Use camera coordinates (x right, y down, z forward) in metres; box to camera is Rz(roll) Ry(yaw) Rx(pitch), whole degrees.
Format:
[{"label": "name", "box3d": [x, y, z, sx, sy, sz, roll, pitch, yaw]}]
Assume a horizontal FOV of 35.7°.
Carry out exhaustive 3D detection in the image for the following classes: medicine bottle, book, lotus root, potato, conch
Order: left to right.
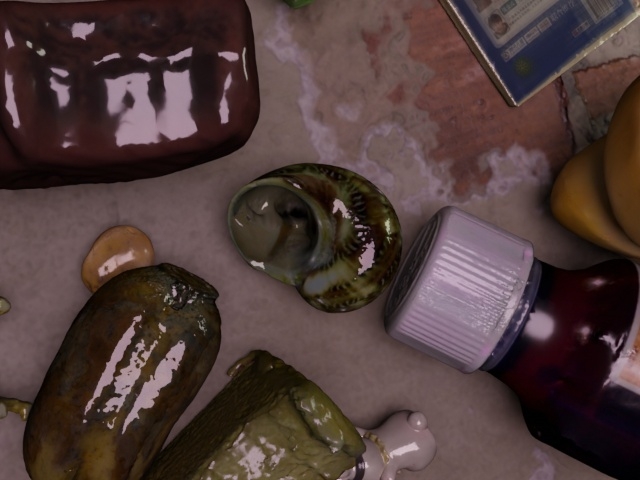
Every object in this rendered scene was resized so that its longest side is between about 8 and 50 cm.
[{"label": "potato", "box3d": [-0.226, 0.023, 1.103, 0.068, 0.062, 0.083, 37, 56, 18]}, {"label": "lotus root", "box3d": [-0.211, 0.150, 1.059, 0.152, 0.160, 0.275, 31, 86, 1]}, {"label": "conch", "box3d": [0.001, 0.000, 1.131, 0.187, 0.124, 0.181, -5, 103, 15]}, {"label": "book", "box3d": [0.237, -0.358, 1.234, 0.228, 0.018, 0.322, -36, 98, -12]}, {"label": "medicine bottle", "box3d": [0.277, 0.113, 1.131, 0.395, 0.242, 0.242, 27, 84, -8]}]

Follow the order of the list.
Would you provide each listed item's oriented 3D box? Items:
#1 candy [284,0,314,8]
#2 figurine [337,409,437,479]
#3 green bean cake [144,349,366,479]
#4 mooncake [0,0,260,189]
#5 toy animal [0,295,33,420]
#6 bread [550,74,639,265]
[{"label": "candy", "box3d": [-0.081, -0.420, 1.101, 0.142, 0.132, 0.343, -41, 99, 6]}, {"label": "figurine", "box3d": [0.064, 0.265, 1.152, 0.146, 0.081, 0.098, -26, 121, -22]}, {"label": "green bean cake", "box3d": [-0.080, 0.249, 1.054, 0.236, 0.233, 0.124, -45, 105, -9]}, {"label": "mooncake", "box3d": [-0.210, -0.144, 0.984, 0.326, 0.333, 0.174, -8, 94, -53]}, {"label": "toy animal", "box3d": [-0.391, 0.129, 1.056, 0.136, 0.073, 0.181, -10, 94, 21]}, {"label": "bread", "box3d": [0.502, -0.033, 1.162, 0.424, 0.245, 0.329, 12, 44, -19]}]
